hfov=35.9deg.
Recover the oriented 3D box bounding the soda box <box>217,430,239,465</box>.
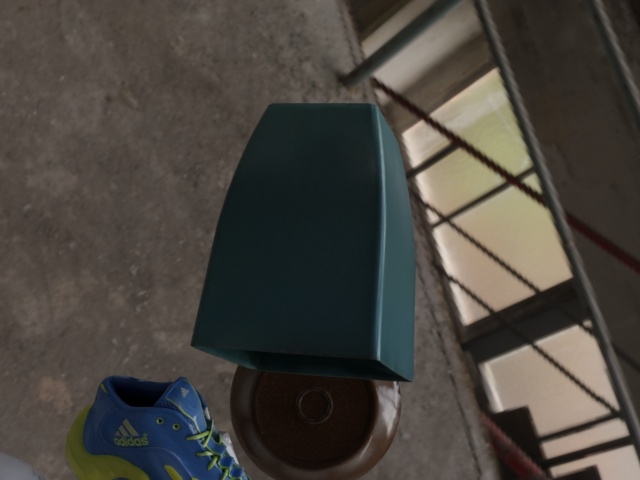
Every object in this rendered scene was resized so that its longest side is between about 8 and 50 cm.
[{"bbox_3d":[-0.213,0.301,1.027,0.286,0.098,0.091,-28,106,-39],"label":"soda box"}]

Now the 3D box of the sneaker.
[{"bbox_3d":[-0.114,0.199,0.863,0.240,0.126,0.091,25,28,9],"label":"sneaker"}]

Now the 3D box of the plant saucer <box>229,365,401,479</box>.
[{"bbox_3d":[-0.006,0.185,1.120,0.198,0.036,0.199,0,86,2],"label":"plant saucer"}]

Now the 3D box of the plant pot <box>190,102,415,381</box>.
[{"bbox_3d":[0.000,0.000,0.911,0.165,0.165,0.234,43,51,-68],"label":"plant pot"}]

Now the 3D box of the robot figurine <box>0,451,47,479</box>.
[{"bbox_3d":[-0.287,0.298,0.772,0.209,0.174,0.278,6,47,-21],"label":"robot figurine"}]
